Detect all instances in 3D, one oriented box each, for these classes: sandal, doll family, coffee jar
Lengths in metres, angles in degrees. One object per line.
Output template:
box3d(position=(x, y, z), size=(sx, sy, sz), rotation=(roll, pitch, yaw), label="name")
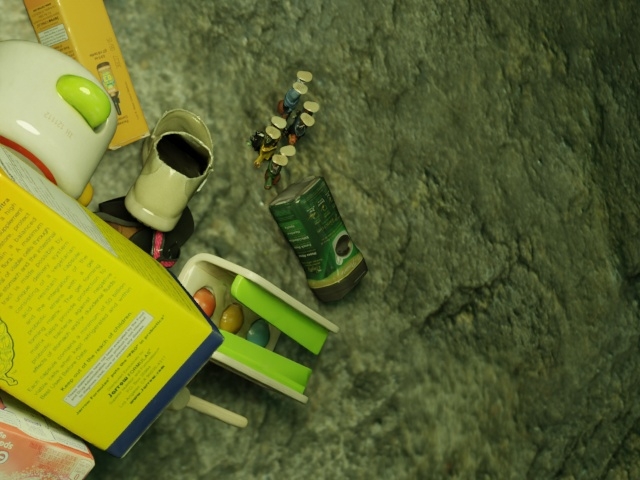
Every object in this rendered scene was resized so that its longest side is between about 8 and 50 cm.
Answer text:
box3d(position=(-0.206, 0.004, 1.760), size=(0.179, 0.040, 0.067), rotation=(-53, 131, -49), label="sandal")
box3d(position=(-0.054, -0.167, 2.013), size=(0.076, 0.111, 0.193), rotation=(33, 68, 1), label="doll family")
box3d(position=(0.000, 0.000, 2.055), size=(0.096, 0.079, 0.184), rotation=(-44, 114, -45), label="coffee jar")

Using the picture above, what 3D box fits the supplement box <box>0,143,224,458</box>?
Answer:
box3d(position=(-0.319, 0.055, 1.516), size=(0.195, 0.194, 0.356), rotation=(-48, 126, 1), label="supplement box")

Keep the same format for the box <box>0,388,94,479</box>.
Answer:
box3d(position=(-0.423, 0.216, 1.481), size=(0.300, 0.154, 0.142), rotation=(28, 101, -41), label="box")

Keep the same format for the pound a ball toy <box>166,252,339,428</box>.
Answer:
box3d(position=(-0.128, 0.150, 1.825), size=(0.319, 0.136, 0.208), rotation=(36, 77, -57), label="pound a ball toy")

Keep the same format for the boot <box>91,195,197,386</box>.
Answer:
box3d(position=(-0.285, 0.097, 1.749), size=(0.264, 0.096, 0.280), rotation=(-24, 106, -59), label="boot")

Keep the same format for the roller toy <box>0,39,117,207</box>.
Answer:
box3d(position=(-0.357, -0.131, 1.623), size=(0.191, 0.209, 0.146), rotation=(22, 60, 2), label="roller toy")

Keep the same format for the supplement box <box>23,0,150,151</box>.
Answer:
box3d(position=(-0.310, -0.233, 1.773), size=(0.078, 0.080, 0.233), rotation=(-28, 102, -45), label="supplement box")

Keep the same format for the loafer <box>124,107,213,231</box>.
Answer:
box3d(position=(-0.187, -0.109, 1.801), size=(0.102, 0.092, 0.268), rotation=(32, 29, -16), label="loafer")
